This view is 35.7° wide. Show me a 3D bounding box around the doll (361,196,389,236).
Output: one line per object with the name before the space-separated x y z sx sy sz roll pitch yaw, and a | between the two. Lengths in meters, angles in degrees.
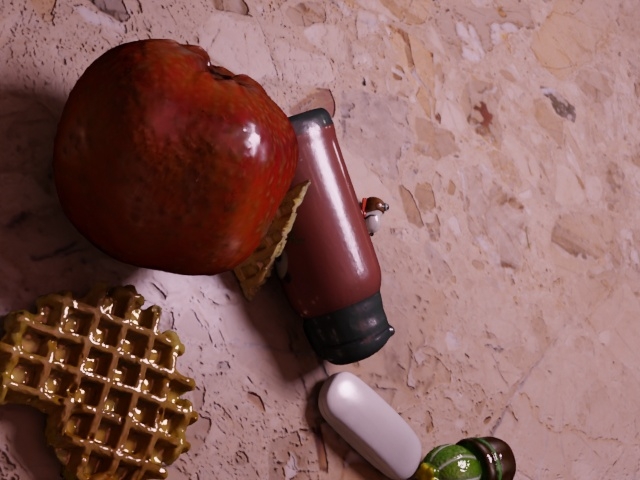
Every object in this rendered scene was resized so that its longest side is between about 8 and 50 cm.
doll | 0.061 -0.043 1.467 0.085 0.040 0.058 24 75 -34

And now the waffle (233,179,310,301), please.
waffle | -0.051 0.003 1.258 0.032 0.191 0.125 -26 96 -45

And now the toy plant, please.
toy plant | 0.208 0.338 1.456 0.162 0.093 0.092 -2 80 -36

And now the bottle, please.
bottle | 0.000 0.000 1.332 0.144 0.144 0.336 -24 95 -41

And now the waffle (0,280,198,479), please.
waffle | -0.253 0.176 1.136 0.249 0.056 0.253 -12 88 -41

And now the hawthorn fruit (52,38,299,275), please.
hawthorn fruit | -0.167 -0.084 1.140 0.276 0.299 0.275 13 35 -10

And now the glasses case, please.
glasses case | 0.071 0.259 1.388 0.193 0.049 0.074 46 54 -23
